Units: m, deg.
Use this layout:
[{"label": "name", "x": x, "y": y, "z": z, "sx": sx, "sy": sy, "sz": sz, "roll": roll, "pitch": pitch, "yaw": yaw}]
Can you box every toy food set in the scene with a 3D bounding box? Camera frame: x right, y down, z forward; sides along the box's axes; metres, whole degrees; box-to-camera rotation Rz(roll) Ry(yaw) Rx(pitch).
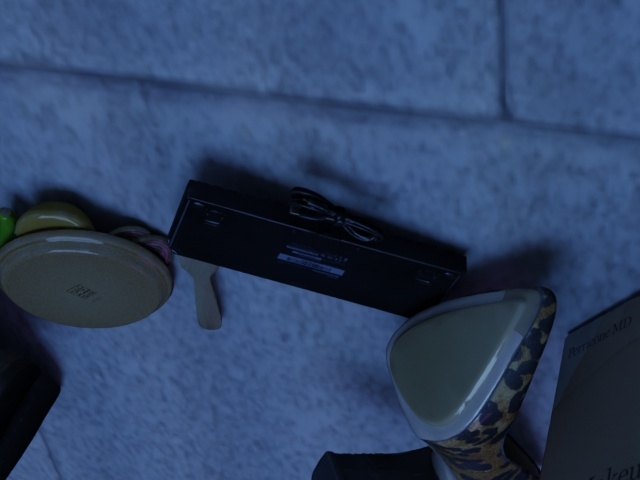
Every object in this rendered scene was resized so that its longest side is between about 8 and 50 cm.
[{"label": "toy food set", "x": -0.161, "y": 0.016, "z": 1.103, "sx": 0.192, "sy": 0.038, "sz": 0.132, "roll": 2, "pitch": 148, "yaw": 2}]

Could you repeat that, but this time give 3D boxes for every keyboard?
[{"label": "keyboard", "x": 0.000, "y": 0.000, "z": 1.009, "sx": 0.180, "sy": 0.023, "sz": 0.108, "roll": 15, "pitch": 151, "yaw": -9}]

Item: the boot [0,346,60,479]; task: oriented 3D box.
[{"label": "boot", "x": -0.319, "y": 0.082, "z": 1.216, "sx": 0.229, "sy": 0.091, "sz": 0.263, "roll": 28, "pitch": 158, "yaw": 6}]

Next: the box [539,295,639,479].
[{"label": "box", "x": 0.206, "y": 0.184, "z": 0.939, "sx": 0.121, "sy": 0.311, "sz": 0.148, "roll": 30, "pitch": 141, "yaw": -19}]

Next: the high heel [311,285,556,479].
[{"label": "high heel", "x": 0.129, "y": 0.107, "z": 1.084, "sx": 0.186, "sy": 0.093, "sz": 0.261, "roll": 4, "pitch": 142, "yaw": -32}]
